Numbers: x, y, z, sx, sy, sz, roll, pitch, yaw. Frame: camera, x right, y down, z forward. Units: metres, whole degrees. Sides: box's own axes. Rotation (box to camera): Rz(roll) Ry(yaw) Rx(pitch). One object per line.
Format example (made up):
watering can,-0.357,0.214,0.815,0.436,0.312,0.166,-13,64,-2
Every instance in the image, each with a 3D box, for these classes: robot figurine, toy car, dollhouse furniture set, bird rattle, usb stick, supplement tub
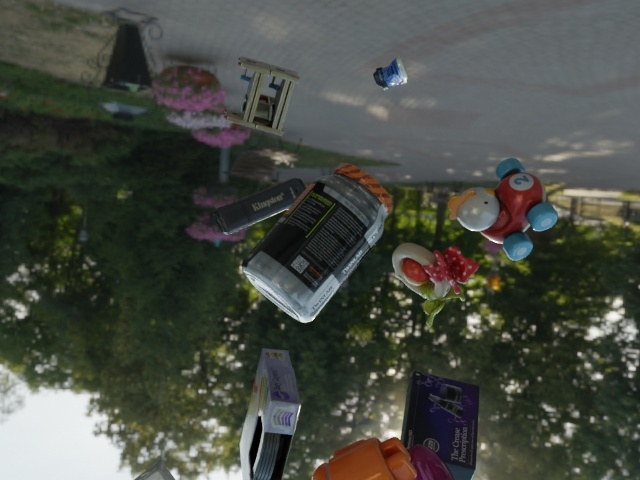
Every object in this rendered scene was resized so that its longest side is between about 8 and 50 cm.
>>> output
robot figurine,0.076,0.472,1.451,0.219,0.158,0.128,-29,158,6
toy car,0.439,-0.093,1.905,0.238,0.210,0.219,8,-139,-31
dollhouse furniture set,-0.130,-0.326,1.602,0.129,0.129,0.183,14,-158,-12
bird rattle,0.257,0.087,1.786,0.207,0.143,0.253,32,161,23
usb stick,-0.157,-0.095,1.976,0.278,0.077,0.045,-25,168,-29
supplement tub,0.000,0.000,1.560,0.193,0.316,0.193,39,168,10

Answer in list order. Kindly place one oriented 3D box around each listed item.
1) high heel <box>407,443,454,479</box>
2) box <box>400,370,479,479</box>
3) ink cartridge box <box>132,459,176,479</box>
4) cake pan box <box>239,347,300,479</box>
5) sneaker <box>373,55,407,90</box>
high heel,0.287,0.598,1.561,0.127,0.377,0.181,-35,-152,-17
box,0.303,0.479,1.889,0.184,0.103,0.261,10,-140,6
ink cartridge box,-0.304,0.653,1.487,0.207,0.353,0.119,-35,-179,-12
cake pan box,-0.107,0.385,1.525,0.070,0.245,0.267,9,-165,-11
sneaker,0.179,-0.430,1.912,0.085,0.058,0.152,-13,179,6
